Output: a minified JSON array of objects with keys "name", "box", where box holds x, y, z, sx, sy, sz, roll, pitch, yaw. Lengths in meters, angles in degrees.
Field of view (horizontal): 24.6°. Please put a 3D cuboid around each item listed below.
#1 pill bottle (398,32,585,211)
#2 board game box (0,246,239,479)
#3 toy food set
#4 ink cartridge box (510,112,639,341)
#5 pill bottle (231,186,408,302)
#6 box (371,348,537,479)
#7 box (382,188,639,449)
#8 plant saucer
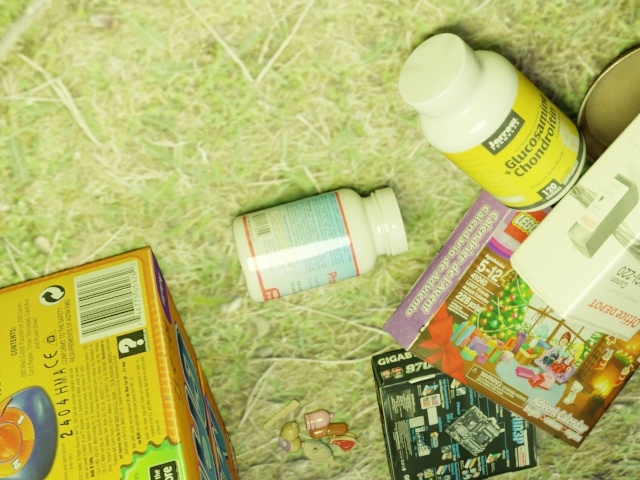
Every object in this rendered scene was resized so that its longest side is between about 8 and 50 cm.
[{"name":"pill bottle","box":[0.156,-0.110,1.347,0.103,0.103,0.184,-38,132,21]},{"name":"board game box","box":[-0.268,0.290,1.437,0.356,0.356,0.356,-16,135,0]},{"name":"toy food set","box":[-0.003,0.226,1.686,0.122,0.019,0.078,30,120,-36]},{"name":"ink cartridge box","box":[0.305,-0.018,1.390,0.218,0.092,0.158,-48,147,16]},{"name":"pill bottle","box":[0.000,0.000,1.422,0.160,0.087,0.087,-15,135,0]},{"name":"box","box":[0.157,0.199,1.682,0.175,0.051,0.220,-14,135,-2]},{"name":"box","box":[0.229,0.080,1.536,0.293,0.057,0.201,31,97,-36]},{"name":"plant saucer","box":[0.326,-0.135,1.423,0.168,0.029,0.168,-8,135,-8]}]
